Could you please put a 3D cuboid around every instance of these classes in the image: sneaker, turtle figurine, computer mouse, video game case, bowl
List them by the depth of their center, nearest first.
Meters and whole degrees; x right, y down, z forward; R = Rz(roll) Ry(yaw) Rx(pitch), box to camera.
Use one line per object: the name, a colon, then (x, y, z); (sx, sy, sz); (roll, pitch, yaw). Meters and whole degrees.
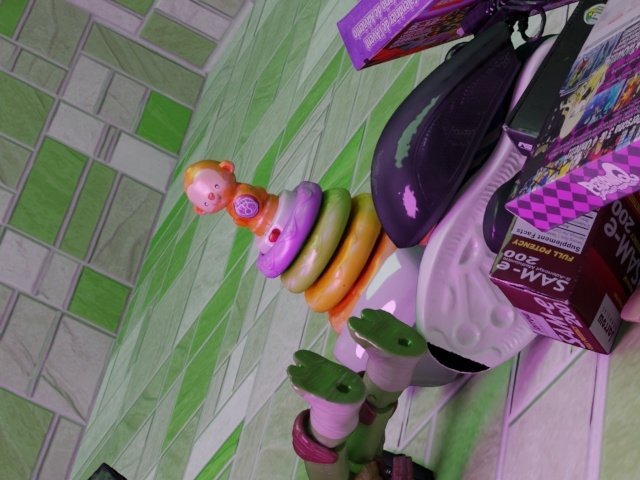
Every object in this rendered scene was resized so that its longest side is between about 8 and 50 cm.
video game case: (0.226, -0.121, 1.278); (0.210, 0.042, 0.232); (-61, 13, -22)
computer mouse: (0.196, -0.047, 1.599); (0.242, 0.041, 0.071); (-28, -53, -50)
turtle figurine: (-0.022, 0.175, 1.718); (0.274, 0.198, 0.266); (-116, 32, -44)
computer mouse: (0.109, -0.123, 1.728); (0.272, 0.072, 0.188); (-63, 10, -14)
sneaker: (0.169, -0.033, 1.783); (0.236, 0.130, 0.322); (160, 133, -84)
bowl: (0.098, 0.078, 1.819); (0.053, 0.142, 0.142); (47, 115, 42)

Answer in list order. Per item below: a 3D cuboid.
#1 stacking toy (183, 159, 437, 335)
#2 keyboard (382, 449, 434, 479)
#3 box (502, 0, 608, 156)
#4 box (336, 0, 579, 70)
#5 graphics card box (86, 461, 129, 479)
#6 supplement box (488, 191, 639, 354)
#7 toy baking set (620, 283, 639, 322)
stacking toy: (0.000, 0.000, 1.953); (0.175, 0.302, 0.165); (-56, 14, 29)
keyboard: (0.049, 0.246, 1.864); (0.100, 0.038, 0.192); (-65, 11, -6)
box: (0.256, -0.121, 1.426); (0.191, 0.045, 0.184); (21, 68, 37)
box: (0.182, -0.257, 1.884); (0.293, 0.057, 0.201); (-20, -9, -25)
graphics card box: (-0.219, 0.388, 1.640); (0.371, 0.233, 0.094); (-47, 41, -4)
supplement box: (0.222, -0.046, 1.527); (0.239, 0.073, 0.130); (-66, -28, -11)
toy baking set: (0.302, -0.006, 1.364); (0.256, 0.030, 0.197); (-51, 10, 23)
